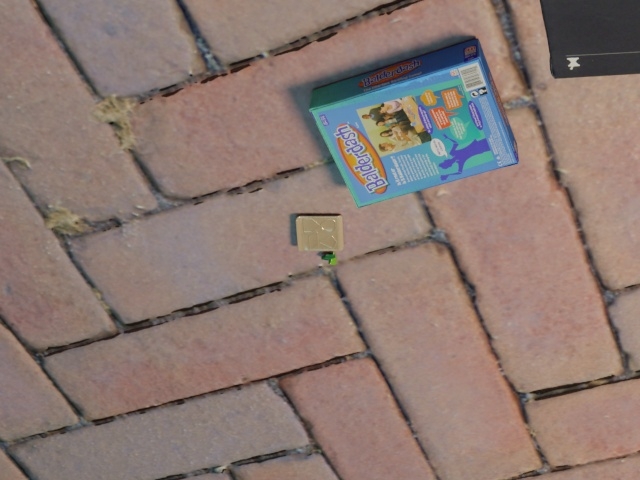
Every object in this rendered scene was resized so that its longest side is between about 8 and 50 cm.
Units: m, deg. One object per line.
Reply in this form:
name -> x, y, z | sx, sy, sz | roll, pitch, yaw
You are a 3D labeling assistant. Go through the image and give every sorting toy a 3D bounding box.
sorting toy -> 0.000, 0.000, 1.482 | 0.062, 0.012, 0.083 | -3, 127, 1

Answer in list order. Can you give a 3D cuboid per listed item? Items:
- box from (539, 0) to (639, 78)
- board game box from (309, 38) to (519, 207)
box -> 0.362, -0.323, 0.994 | 0.343, 0.179, 0.312 | 0, 142, 20
board game box -> 0.113, -0.136, 1.333 | 0.210, 0.047, 0.160 | -15, 128, 17
